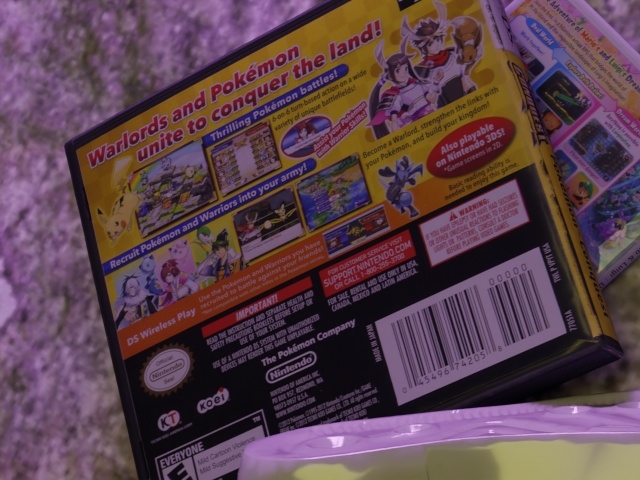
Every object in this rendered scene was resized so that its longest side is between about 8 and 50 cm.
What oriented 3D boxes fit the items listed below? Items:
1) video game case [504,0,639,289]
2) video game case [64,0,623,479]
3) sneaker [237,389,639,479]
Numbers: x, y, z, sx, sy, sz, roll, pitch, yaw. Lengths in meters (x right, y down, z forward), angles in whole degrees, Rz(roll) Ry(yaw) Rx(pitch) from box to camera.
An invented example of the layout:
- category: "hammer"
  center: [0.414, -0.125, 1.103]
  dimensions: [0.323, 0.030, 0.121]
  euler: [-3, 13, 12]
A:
- category: "video game case"
  center: [0.119, -0.047, 0.997]
  dimensions: [0.143, 0.019, 0.157]
  euler: [-43, 60, 6]
- category: "video game case"
  center: [0.000, 0.000, 1.012]
  dimensions: [0.274, 0.035, 0.248]
  euler: [-26, 65, 22]
- category: "sneaker"
  center: [0.120, 0.199, 0.874]
  dimensions: [0.322, 0.130, 0.236]
  euler: [-4, 94, 4]
